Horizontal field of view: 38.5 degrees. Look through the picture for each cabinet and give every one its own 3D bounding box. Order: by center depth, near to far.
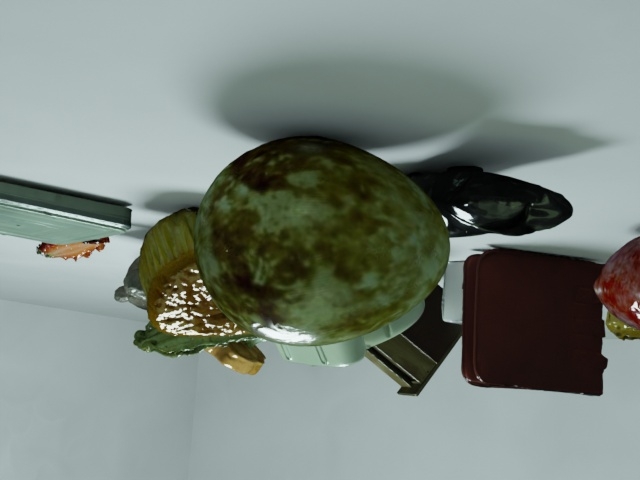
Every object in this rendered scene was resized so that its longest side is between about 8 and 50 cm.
[{"bbox_3d":[0.182,0.196,1.967,0.175,0.215,0.148,39,165,-4],"label":"cabinet"}]

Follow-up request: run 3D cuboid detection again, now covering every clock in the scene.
[{"bbox_3d":[0.080,0.126,1.776,0.324,0.108,0.265,-29,-167,-31],"label":"clock"}]

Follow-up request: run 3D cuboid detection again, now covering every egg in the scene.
[{"bbox_3d":[0.000,0.000,1.034,0.290,0.238,0.238,-3,168,16],"label":"egg"}]

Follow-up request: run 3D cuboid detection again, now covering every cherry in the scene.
[{"bbox_3d":[0.525,0.069,1.394,0.192,0.175,0.250,-9,-177,-39],"label":"cherry"}]

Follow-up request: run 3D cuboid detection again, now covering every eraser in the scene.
[{"bbox_3d":[0.340,0.119,1.899,0.068,0.124,0.210,-7,166,44],"label":"eraser"}]

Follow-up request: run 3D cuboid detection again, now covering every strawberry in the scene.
[{"bbox_3d":[-0.484,0.003,1.793,0.152,0.048,0.104,-12,160,9],"label":"strawberry"}]

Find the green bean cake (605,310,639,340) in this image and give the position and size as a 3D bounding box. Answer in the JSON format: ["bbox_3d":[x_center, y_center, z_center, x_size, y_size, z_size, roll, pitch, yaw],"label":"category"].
[{"bbox_3d":[0.720,0.145,1.890,0.230,0.131,0.224,2,168,27],"label":"green bean cake"}]

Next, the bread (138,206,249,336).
[{"bbox_3d":[-0.170,0.060,1.519,0.254,0.142,0.227,7,127,-24],"label":"bread"}]

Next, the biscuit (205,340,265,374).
[{"bbox_3d":[-0.262,0.201,2.099,0.312,0.057,0.351,32,-179,-3],"label":"biscuit"}]

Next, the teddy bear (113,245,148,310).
[{"bbox_3d":[-0.267,0.065,1.744,0.236,0.151,0.267,-17,-167,-35],"label":"teddy bear"}]

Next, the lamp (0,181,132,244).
[{"bbox_3d":[-0.484,-0.044,1.511,0.267,0.047,0.269,14,166,-39],"label":"lamp"}]

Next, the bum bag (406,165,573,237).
[{"bbox_3d":[0.154,-0.045,1.144,0.144,0.095,0.340,8,177,-28],"label":"bum bag"}]

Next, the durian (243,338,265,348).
[{"bbox_3d":[-0.029,0.134,2.008,0.307,0.166,0.172,-9,177,-13],"label":"durian"}]

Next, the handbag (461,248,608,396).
[{"bbox_3d":[0.395,0.151,1.682,0.276,0.259,0.084,5,168,-16],"label":"handbag"}]

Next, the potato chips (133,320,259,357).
[{"bbox_3d":[-0.155,0.126,1.786,0.430,0.070,0.358,-17,-166,18],"label":"potato chips"}]
